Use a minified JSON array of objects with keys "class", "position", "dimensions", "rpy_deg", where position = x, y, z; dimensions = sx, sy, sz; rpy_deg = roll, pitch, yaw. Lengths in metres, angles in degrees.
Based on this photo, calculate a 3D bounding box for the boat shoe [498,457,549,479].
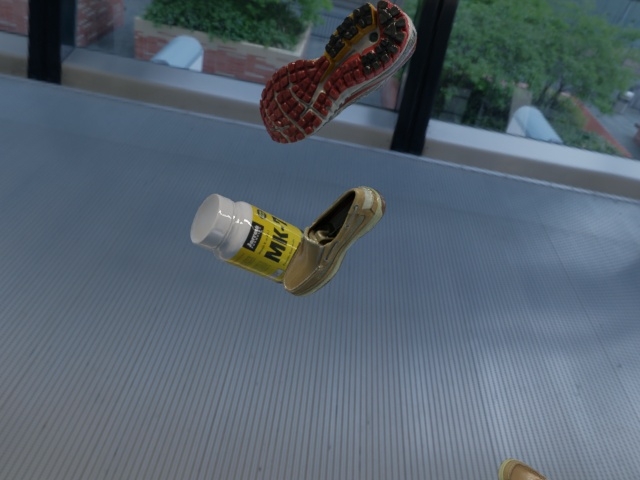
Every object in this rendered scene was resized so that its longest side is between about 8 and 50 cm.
[{"class":"boat shoe","position":[0.257,0.289,0.558],"dimensions":[0.135,0.045,0.050],"rpy_deg":[40,62,-1]}]

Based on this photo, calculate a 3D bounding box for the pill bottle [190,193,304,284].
[{"class":"pill bottle","position":[-0.130,-0.001,0.967],"dimensions":[0.209,0.119,0.119],"rpy_deg":[26,26,-35]}]

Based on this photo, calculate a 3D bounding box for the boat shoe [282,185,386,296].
[{"class":"boat shoe","position":[0.000,0.000,0.672],"dimensions":[0.072,0.190,0.068],"rpy_deg":[8,36,-52]}]

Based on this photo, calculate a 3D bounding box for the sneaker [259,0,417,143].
[{"class":"sneaker","position":[0.021,-0.186,0.613],"dimensions":[0.093,0.225,0.088],"rpy_deg":[-19,84,-59]}]
